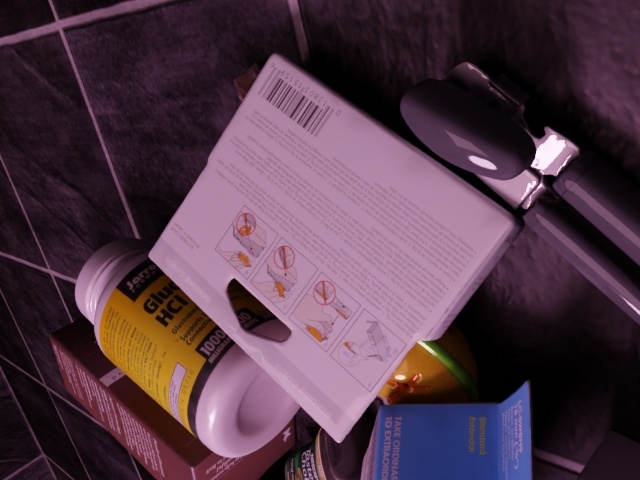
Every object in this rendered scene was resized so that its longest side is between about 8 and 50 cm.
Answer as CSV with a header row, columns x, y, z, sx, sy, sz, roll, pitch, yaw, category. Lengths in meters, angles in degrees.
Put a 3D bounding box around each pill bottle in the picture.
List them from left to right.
x,y,z,sx,sy,sz,roll,pitch,yaw,category
-0.183,0.125,0.875,0.334,0.188,0.187,28,134,33,pill bottle

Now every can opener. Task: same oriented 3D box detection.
x,y,z,sx,sy,sz,roll,pitch,yaw,category
0.172,-0.017,0.458,0.283,0.095,0.076,46,142,16,can opener

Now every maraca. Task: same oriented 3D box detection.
x,y,z,sx,sy,sz,roll,pitch,yaw,category
0.106,0.131,0.638,0.185,0.099,0.127,50,161,-25,maraca

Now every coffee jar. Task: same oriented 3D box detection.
x,y,z,sx,sy,sz,roll,pitch,yaw,category
0.015,0.303,0.856,0.184,0.079,0.096,123,144,-49,coffee jar

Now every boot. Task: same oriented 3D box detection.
x,y,z,sx,sy,sz,roll,pitch,yaw,category
-0.055,-0.120,0.687,0.114,0.037,0.106,43,127,14,boot

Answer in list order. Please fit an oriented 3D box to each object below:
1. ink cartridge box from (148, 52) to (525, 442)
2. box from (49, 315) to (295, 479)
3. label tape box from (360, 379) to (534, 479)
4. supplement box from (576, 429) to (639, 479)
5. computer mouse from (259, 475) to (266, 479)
x,y,z,sx,sy,sz,roll,pitch,yaw,category
0.000,0.000,0.589,0.275,0.060,0.239,40,104,22,ink cartridge box
-0.239,0.235,1.013,0.381,0.191,0.143,28,134,33,box
0.087,0.279,0.564,0.106,0.240,0.333,7,149,3,label tape box
0.293,0.299,0.563,0.130,0.073,0.239,19,128,40,supplement box
-0.115,0.529,1.187,0.184,0.060,0.262,32,136,31,computer mouse
